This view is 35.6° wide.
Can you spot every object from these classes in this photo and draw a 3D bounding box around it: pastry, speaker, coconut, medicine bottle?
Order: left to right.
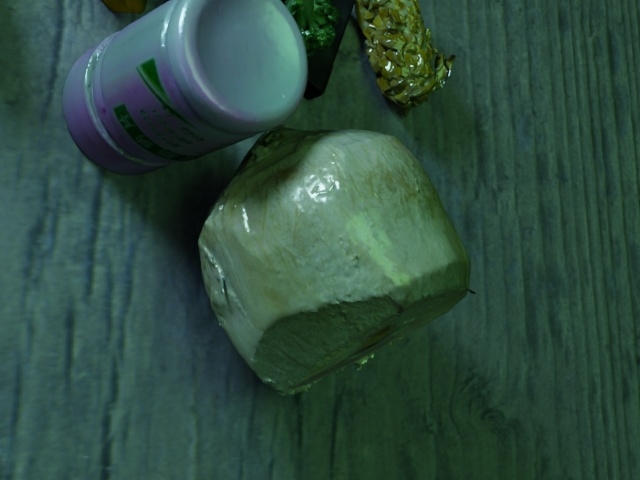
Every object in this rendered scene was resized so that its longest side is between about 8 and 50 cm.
[{"bbox_3d":[-0.193,-0.217,1.383,0.212,0.325,0.212,9,76,-40],"label":"medicine bottle"},{"bbox_3d":[-0.003,-0.361,1.757,0.082,0.044,0.218,35,61,-30],"label":"speaker"},{"bbox_3d":[0.000,0.000,1.472,0.404,0.404,0.405,9,76,-39],"label":"coconut"},{"bbox_3d":[0.155,-0.361,1.855,0.154,0.102,0.250,-24,95,-43],"label":"pastry"}]

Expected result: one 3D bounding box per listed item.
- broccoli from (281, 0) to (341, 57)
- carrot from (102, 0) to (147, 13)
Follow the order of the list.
[{"bbox_3d":[-0.093,-0.412,1.558,0.294,0.245,0.265,46,55,-20],"label":"broccoli"},{"bbox_3d":[-0.283,-0.494,1.505,0.114,0.114,0.302,22,70,-36],"label":"carrot"}]
